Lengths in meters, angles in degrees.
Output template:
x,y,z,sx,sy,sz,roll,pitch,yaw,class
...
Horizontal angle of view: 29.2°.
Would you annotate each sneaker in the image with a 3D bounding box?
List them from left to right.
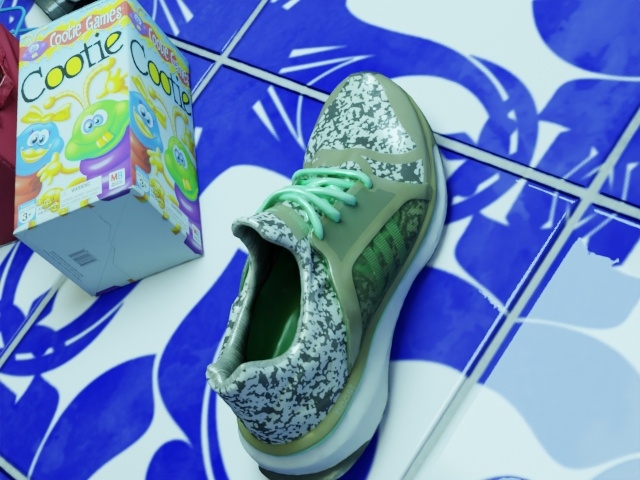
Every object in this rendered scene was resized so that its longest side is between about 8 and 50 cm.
x,y,z,sx,sy,sz,roll,pitch,yaw,class
-0.336,-0.337,1.590,0.089,0.051,0.170,-43,54,-1,sneaker
0.000,0.000,1.094,0.158,0.182,0.411,-3,59,28,sneaker

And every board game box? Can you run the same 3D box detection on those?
x,y,z,sx,sy,sz,roll,pitch,yaw,class
-0.226,-0.106,1.316,0.142,0.144,0.275,-21,54,17,board game box

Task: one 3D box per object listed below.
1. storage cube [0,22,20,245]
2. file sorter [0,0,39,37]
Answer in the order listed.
x,y,z,sx,sy,sz,roll,pitch,yaw,class
-0.403,-0.114,1.391,0.214,0.193,0.184,-18,54,18,storage cube
-0.413,-0.240,1.492,0.118,0.170,0.105,-3,57,28,file sorter
